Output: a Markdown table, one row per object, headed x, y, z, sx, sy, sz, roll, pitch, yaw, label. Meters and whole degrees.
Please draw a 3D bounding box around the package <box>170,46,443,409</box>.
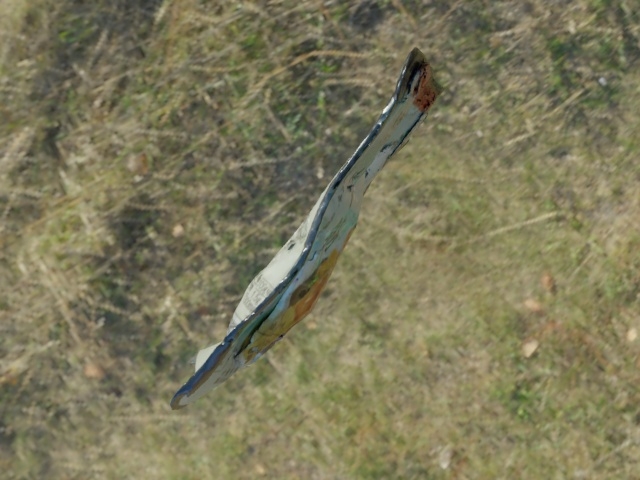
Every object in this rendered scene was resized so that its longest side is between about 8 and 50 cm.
| x | y | z | sx | sy | sz | roll | pitch | yaw | label |
| --- | --- | --- | --- | --- | --- | --- | --- | --- | --- |
| 0.000 | 0.000 | 0.637 | 0.040 | 0.166 | 0.232 | 38 | 94 | 6 | package |
